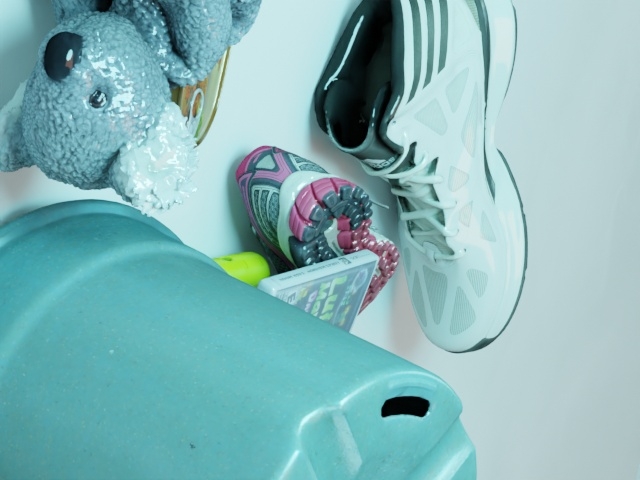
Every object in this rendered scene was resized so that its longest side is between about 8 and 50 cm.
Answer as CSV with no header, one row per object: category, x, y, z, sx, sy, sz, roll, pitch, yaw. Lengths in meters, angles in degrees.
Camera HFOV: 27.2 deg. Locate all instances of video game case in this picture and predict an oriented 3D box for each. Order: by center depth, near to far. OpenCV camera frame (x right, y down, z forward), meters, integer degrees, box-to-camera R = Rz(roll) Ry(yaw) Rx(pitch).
video game case,-0.027,0.106,1.256,0.173,0.022,0.190,-15,131,-54

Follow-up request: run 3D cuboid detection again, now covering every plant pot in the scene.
plant pot,-0.089,0.167,0.976,0.341,0.334,0.341,-19,116,-45

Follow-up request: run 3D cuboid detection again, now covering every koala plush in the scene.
koala plush,-0.145,-0.133,0.955,0.203,0.196,0.221,48,57,-70

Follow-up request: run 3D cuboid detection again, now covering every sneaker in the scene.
sneaker,0.000,0.000,1.341,0.121,0.112,0.299,-46,154,-16
sneaker,0.090,-0.068,1.444,0.257,0.169,0.447,-19,111,-46

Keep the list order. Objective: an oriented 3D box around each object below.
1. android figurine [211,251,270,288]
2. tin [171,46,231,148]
android figurine,-0.099,0.132,1.278,0.273,0.056,0.248,-6,107,-57
tin,-0.104,-0.173,1.124,0.106,0.040,0.189,5,98,-74
